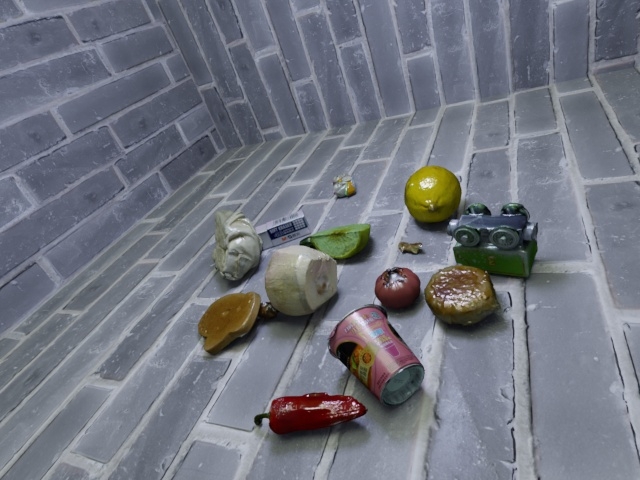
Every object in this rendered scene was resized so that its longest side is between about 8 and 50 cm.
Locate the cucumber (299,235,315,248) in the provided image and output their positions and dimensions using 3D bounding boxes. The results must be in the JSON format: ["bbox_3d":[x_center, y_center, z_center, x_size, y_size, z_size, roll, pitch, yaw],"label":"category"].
[{"bbox_3d":[0.000,0.000,2.058,0.228,0.069,0.069,-10,32,13],"label":"cucumber"}]

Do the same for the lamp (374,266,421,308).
[{"bbox_3d":[0.293,0.174,1.536,0.182,0.140,0.182,-18,34,13],"label":"lamp"}]

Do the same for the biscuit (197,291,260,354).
[{"bbox_3d":[-0.400,0.352,1.713,0.344,0.057,0.287,-16,41,35],"label":"biscuit"}]

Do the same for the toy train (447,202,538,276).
[{"bbox_3d":[0.641,-0.002,1.489,0.307,0.248,0.173,5,43,38],"label":"toy train"}]

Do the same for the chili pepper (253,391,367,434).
[{"bbox_3d":[-0.043,0.526,1.218,0.388,0.110,0.110,-12,32,16],"label":"chili pepper"}]

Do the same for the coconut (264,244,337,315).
[{"bbox_3d":[-0.094,0.161,1.642,0.255,0.297,0.297,2,38,37],"label":"coconut"}]

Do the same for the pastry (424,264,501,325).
[{"bbox_3d":[0.490,0.195,1.405,0.236,0.120,0.257,-14,33,19],"label":"pastry"}]

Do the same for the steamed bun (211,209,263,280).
[{"bbox_3d":[-0.420,0.027,2.090,0.238,0.393,0.346,1,-23,-27],"label":"steamed bun"}]

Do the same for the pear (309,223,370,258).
[{"bbox_3d":[0.128,-0.008,1.937,0.288,0.139,0.239,-6,19,31],"label":"pear"}]

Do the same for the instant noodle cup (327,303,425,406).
[{"bbox_3d":[0.183,0.362,1.249,0.244,0.243,0.255,-29,38,-13],"label":"instant noodle cup"}]

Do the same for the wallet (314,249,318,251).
[{"bbox_3d":[-0.114,0.107,1.981,0.245,0.052,0.168,-3,39,23],"label":"wallet"}]

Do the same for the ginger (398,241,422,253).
[{"bbox_3d":[0.401,0.031,1.790,0.137,0.044,0.057,5,69,46],"label":"ginger"}]

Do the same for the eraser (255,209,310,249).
[{"bbox_3d":[-0.208,-0.057,2.215,0.287,0.130,0.086,-19,34,1],"label":"eraser"}]

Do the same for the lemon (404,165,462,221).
[{"bbox_3d":[0.525,-0.213,1.889,0.268,0.268,0.321,-2,36,29],"label":"lemon"}]

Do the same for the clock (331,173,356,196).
[{"bbox_3d":[0.141,-0.341,2.470,0.144,0.103,0.231,-8,33,5],"label":"clock"}]

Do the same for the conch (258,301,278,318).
[{"bbox_3d":[-0.242,0.297,1.727,0.233,0.086,0.080,-3,59,39],"label":"conch"}]
